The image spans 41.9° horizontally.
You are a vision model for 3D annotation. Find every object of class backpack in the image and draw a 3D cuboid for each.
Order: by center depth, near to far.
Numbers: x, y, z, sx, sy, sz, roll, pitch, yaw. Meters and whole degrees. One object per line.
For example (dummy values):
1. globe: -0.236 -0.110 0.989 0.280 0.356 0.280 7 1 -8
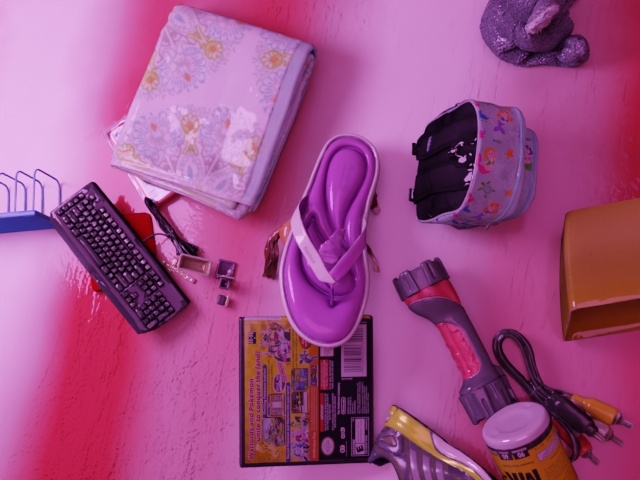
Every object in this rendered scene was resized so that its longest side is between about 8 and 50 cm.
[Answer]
1. backpack: 0.281 -0.133 1.495 0.191 0.253 0.225 8 81 -9

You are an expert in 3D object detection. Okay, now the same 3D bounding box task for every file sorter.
1. file sorter: -0.635 -0.080 1.720 0.170 0.118 0.104 -5 77 9

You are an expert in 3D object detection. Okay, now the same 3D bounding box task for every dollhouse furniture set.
1. dollhouse furniture set: -0.221 0.073 1.617 0.114 0.081 0.091 14 84 -15

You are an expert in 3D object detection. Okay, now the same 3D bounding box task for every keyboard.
1. keyboard: -0.370 0.013 1.661 0.201 0.033 0.317 -39 86 -13

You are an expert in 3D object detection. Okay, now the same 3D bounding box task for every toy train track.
1. toy train track: -0.289 0.062 1.687 0.083 0.014 0.048 29 88 12

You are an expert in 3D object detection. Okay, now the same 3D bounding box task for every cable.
1. cable: 0.414 0.289 1.521 0.287 0.072 0.139 44 108 25

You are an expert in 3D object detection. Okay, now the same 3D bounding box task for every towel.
1. towel: -0.214 -0.261 1.659 0.320 0.090 0.374 21 85 12

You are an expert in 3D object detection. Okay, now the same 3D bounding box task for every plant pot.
1. plant pot: 0.517 0.045 1.457 0.212 0.212 0.187 -10 67 9

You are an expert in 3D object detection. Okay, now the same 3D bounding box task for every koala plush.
1. koala plush: 0.395 -0.431 1.532 0.203 0.221 0.196 -5 81 10

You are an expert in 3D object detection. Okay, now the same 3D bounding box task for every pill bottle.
1. pill bottle: 0.371 0.394 1.435 0.119 0.119 0.208 -26 103 5

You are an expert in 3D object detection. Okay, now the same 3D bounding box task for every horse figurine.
1. horse figurine: 0.000 0.000 1.619 0.263 0.066 0.174 -13 85 6

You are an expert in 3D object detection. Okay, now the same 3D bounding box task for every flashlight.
1. flashlight: 0.241 0.185 1.531 0.103 0.103 0.304 -31 77 31

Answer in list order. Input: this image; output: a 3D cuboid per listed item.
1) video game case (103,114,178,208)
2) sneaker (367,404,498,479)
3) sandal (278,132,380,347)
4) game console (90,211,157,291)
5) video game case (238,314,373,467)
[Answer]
1. video game case: -0.283 -0.220 1.723 0.285 0.025 0.204 -34 77 4
2. sneaker: 0.212 0.418 1.464 0.300 0.111 0.121 31 82 38
3. sandal: 0.015 -0.015 1.528 0.169 0.102 0.416 6 72 3
4. game console: -0.410 0.024 1.715 0.124 0.085 0.144 -19 76 39
5. video game case: -0.026 0.275 1.544 0.248 0.035 0.275 0 90 -8
